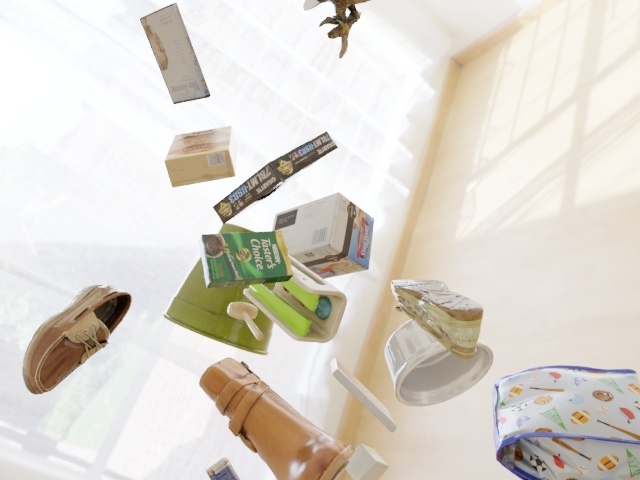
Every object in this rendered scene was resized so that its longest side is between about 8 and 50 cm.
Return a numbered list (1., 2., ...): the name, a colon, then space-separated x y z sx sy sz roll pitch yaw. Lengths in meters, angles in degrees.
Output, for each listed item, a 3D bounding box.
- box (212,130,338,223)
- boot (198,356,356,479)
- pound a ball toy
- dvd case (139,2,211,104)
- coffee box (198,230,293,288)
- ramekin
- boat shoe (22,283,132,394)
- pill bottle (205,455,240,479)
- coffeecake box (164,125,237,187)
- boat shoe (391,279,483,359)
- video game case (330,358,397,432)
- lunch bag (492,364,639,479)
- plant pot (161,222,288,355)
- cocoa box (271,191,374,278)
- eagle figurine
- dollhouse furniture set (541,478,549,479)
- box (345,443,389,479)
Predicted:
1. box: -0.130 -0.184 1.611 0.295 0.073 0.293 -31 6 42
2. boot: -0.070 0.244 0.755 0.109 0.220 0.283 -44 -5 -13
3. pound a ball toy: -0.083 0.154 1.334 0.319 0.135 0.208 30 106 52
4. dvd case: -0.407 -0.512 1.539 0.180 0.253 0.022 5 32 44
5. coffee box: -0.155 0.037 1.157 0.040 0.184 0.113 -49 49 53
6. ramekin: 0.308 0.312 1.481 0.277 0.277 0.135 -47 41 24
7. boat shoe: -0.542 0.209 1.252 0.116 0.123 0.324 -1 36 16
8. pill bottle: -0.255 0.656 1.497 0.067 0.120 0.067 -34 -13 -9
9. coffeecake box: -0.269 -0.196 1.264 0.142 0.068 0.185 -10 28 -2
10. boat shoe: 0.204 0.133 1.028 0.285 0.104 0.089 -141 49 -76
11. video game case: 0.110 0.410 1.478 0.023 0.212 0.193 -45 -2 -3
12. lunch bag: 0.667 0.507 1.491 0.328 0.385 0.239 -53 -37 -65
13. plant pot: -0.277 0.142 1.802 0.366 0.366 0.353 4 71 65
14. cocoa box: 0.000 0.000 2.111 0.347 0.228 0.231 -15 54 40
15. eagle figurine: 0.083 -0.668 1.409 0.298 0.225 0.226 93 154 -60
16. dollhouse furniture set: 0.453 0.616 1.176 0.129 0.129 0.184 -48 -2 -39
17. box: 0.151 0.753 1.839 0.102 0.101 0.087 -48 46 -1
